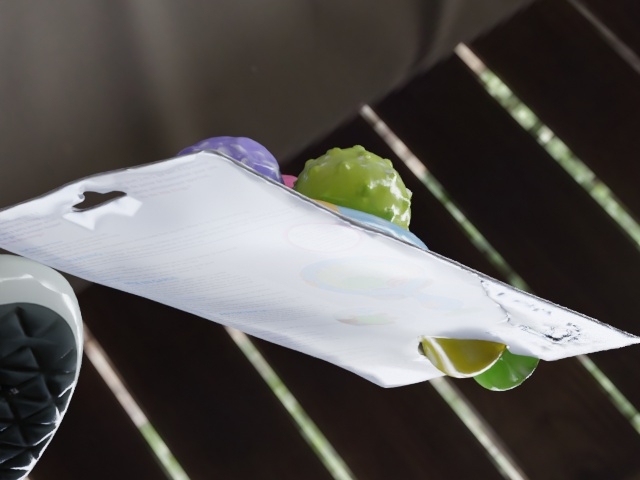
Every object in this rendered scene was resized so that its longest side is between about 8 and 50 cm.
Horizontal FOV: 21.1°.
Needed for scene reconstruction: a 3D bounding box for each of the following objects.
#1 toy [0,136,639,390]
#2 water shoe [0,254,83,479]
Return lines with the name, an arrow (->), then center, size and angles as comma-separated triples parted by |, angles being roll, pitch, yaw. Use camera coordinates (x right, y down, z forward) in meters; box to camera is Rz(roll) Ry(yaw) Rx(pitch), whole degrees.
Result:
toy -> 0.000, 0.000, 0.651 | 0.137, 0.056, 0.237 | -14, 150, 41
water shoe -> -0.146, 0.063, 0.464 | 0.203, 0.080, 0.073 | -47, 138, 18
